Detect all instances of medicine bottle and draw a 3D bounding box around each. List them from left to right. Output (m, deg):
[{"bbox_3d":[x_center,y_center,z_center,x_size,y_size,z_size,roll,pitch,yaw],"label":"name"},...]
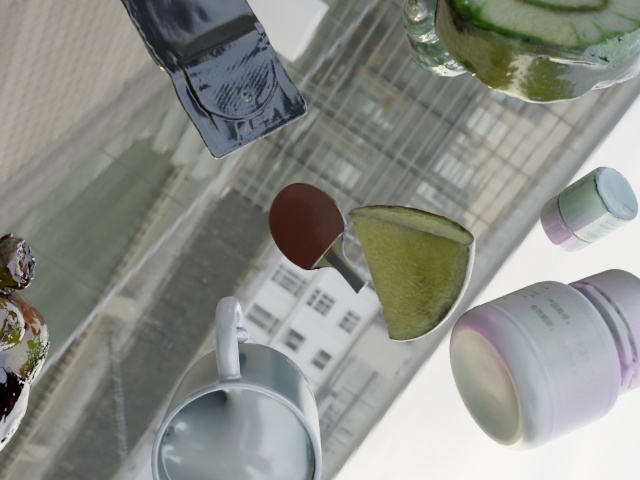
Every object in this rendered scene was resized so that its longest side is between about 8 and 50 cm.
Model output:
[{"bbox_3d":[0.390,0.183,1.605,0.301,0.241,0.241,-19,165,-21],"label":"medicine bottle"},{"bbox_3d":[0.558,-0.062,2.065,0.168,0.135,0.135,-39,-168,45],"label":"medicine bottle"}]

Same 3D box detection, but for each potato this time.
[{"bbox_3d":[0.183,0.074,2.018,0.112,0.269,0.255,-29,131,-55],"label":"potato"}]

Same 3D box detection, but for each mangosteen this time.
[{"bbox_3d":[-0.589,0.165,1.400,0.421,0.381,0.381,-49,-177,35],"label":"mangosteen"}]

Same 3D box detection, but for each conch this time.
[{"bbox_3d":[0.238,-0.428,1.925,0.195,0.221,0.277,-17,172,30],"label":"conch"}]

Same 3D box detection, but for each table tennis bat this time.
[{"bbox_3d":[0.000,0.000,1.614,0.130,0.220,0.019,-50,160,23],"label":"table tennis bat"}]

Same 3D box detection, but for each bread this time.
[{"bbox_3d":[0.384,-0.401,1.712,0.129,0.366,0.382,92,6,-51],"label":"bread"}]

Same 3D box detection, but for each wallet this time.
[{"bbox_3d":[-0.175,-0.316,1.680,0.247,0.323,0.041,-34,-174,-40],"label":"wallet"}]

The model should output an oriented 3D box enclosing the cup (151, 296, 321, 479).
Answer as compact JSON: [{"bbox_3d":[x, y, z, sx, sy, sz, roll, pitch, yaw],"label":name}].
[{"bbox_3d":[-0.135,0.263,1.623,0.274,0.259,0.357,-96,-179,-80],"label":"cup"}]
